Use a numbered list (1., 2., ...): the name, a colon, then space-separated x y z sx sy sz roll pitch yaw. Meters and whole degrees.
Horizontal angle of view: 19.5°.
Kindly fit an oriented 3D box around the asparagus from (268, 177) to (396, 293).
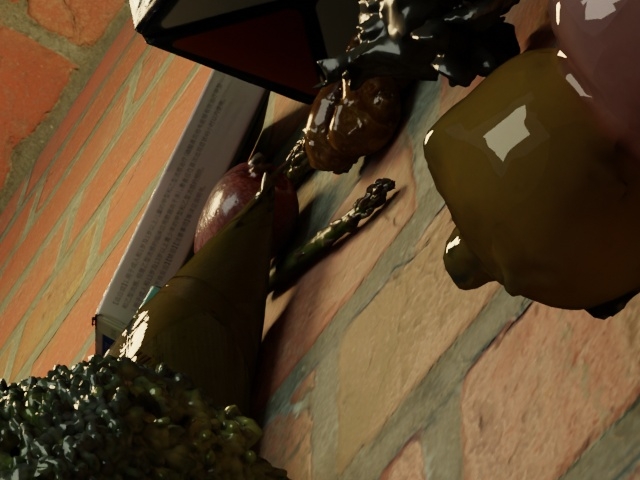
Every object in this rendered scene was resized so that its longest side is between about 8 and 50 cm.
1. asparagus: 0.000 0.000 1.664 0.024 0.025 0.248 -19 -11 -34

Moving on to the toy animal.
1. toy animal: 0.168 -0.063 0.973 0.281 0.169 0.195 -51 15 30

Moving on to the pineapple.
1. pineapple: 0.119 -0.240 1.419 0.223 0.223 0.357 -91 25 -61

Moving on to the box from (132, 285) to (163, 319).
1. box: -0.183 0.153 1.821 0.229 0.041 0.162 -60 -12 3

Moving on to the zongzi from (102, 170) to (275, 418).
1. zongzi: -0.087 0.091 1.619 0.289 0.123 0.260 -54 21 2

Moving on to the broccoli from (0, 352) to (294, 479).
1. broccoli: -0.138 0.211 1.331 0.249 0.302 0.375 -43 -15 -17

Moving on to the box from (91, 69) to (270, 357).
1. box: -0.146 -0.026 1.999 0.200 0.065 0.343 110 -176 -69

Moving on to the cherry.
1. cherry: -0.039 -0.053 1.778 0.225 0.090 0.107 -45 3 20

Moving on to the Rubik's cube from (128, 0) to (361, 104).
1. Rubik's cube: -0.043 -0.318 1.842 0.248 0.250 0.246 -48 40 31

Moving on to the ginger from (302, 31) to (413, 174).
1. ginger: 0.040 -0.141 1.694 0.103 0.073 0.162 -24 38 64

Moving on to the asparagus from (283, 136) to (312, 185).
1. asparagus: -0.035 -0.065 1.879 0.165 0.030 0.036 -46 10 43
